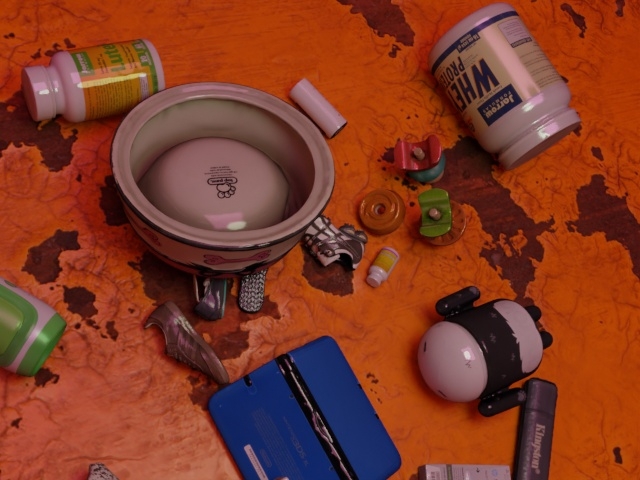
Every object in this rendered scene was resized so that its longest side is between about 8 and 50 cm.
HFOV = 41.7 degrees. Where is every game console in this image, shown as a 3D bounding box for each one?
[{"bbox_3d":[-0.024,0.358,1.554,0.250,0.173,0.293,-30,80,2],"label":"game console"}]

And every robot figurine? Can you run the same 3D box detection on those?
[{"bbox_3d":[0.325,0.217,1.674,0.278,0.174,0.209,-18,41,-27],"label":"robot figurine"}]

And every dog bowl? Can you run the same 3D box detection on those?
[{"bbox_3d":[-0.186,-0.105,1.567,0.407,0.150,0.408,7,51,-9],"label":"dog bowl"}]

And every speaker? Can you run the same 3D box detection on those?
[{"bbox_3d":[-0.576,0.105,1.385,0.296,0.131,0.131,33,60,-6],"label":"speaker"},{"bbox_3d":[-0.006,-0.287,1.822,0.136,0.055,0.055,46,60,2],"label":"speaker"}]

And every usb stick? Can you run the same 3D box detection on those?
[{"bbox_3d":[0.435,0.413,1.703,0.077,0.045,0.278,22,62,-13],"label":"usb stick"}]

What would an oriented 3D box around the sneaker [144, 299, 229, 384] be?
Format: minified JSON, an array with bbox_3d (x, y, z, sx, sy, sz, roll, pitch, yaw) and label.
[{"bbox_3d":[-0.243,0.199,1.524,0.071,0.066,0.188,-38,80,-13],"label":"sneaker"}]

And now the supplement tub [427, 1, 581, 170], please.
[{"bbox_3d":[0.419,-0.347,1.913,0.235,0.235,0.325,-26,79,-29],"label":"supplement tub"}]

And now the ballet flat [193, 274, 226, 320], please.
[{"bbox_3d":[-0.203,0.051,1.591,0.074,0.074,0.203,15,66,-16],"label":"ballet flat"}]

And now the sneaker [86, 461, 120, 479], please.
[{"bbox_3d":[-0.448,0.496,1.289,0.410,0.158,0.182,-31,54,-29],"label":"sneaker"}]

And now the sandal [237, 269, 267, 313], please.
[{"bbox_3d":[-0.130,0.054,1.640,0.067,0.040,0.179,13,78,-11],"label":"sandal"}]

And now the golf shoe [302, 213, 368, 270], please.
[{"bbox_3d":[0.000,0.000,1.689,0.198,0.077,0.094,17,63,-13],"label":"golf shoe"}]

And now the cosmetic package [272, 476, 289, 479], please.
[{"bbox_3d":[-0.104,0.539,1.357,0.224,0.138,0.224,-27,80,-16],"label":"cosmetic package"}]

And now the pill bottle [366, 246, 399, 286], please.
[{"bbox_3d":[0.127,0.056,1.734,0.043,0.043,0.083,37,59,-4],"label":"pill bottle"}]

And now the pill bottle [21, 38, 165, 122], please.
[{"bbox_3d":[-0.435,-0.301,1.608,0.245,0.136,0.136,-17,75,-27],"label":"pill bottle"}]

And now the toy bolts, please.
[{"bbox_3d":[0.205,-0.097,1.810,0.218,0.158,0.229,-3,76,20],"label":"toy bolts"}]

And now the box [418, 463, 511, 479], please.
[{"bbox_3d":[0.282,0.504,1.607,0.186,0.038,0.145,5,67,-19],"label":"box"}]
